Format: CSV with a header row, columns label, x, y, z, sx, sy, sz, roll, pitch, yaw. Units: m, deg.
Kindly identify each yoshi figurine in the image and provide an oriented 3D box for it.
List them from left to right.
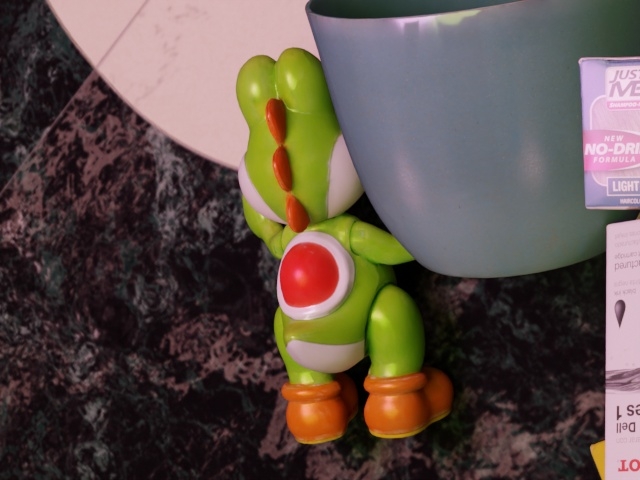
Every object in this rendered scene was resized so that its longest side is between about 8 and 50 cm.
label,x,y,z,sx,sy,sz,roll,pitch,yaw
yoshi figurine,0.018,-0.009,1.743,0.203,0.204,0.362,-157,52,-67

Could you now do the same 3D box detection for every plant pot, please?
label,x,y,z,sx,sy,sz,roll,pitch,yaw
plant pot,0.151,-0.107,1.573,0.293,0.293,0.235,0,110,30

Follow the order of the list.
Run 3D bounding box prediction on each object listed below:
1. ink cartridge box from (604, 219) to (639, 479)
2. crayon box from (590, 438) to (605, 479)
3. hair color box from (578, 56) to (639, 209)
label,x,y,z,sx,sy,sz,roll,pitch,yaw
ink cartridge box,0.305,0.092,1.454,0.160,0.093,0.219,-11,73,49
crayon box,0.430,0.249,1.500,0.363,0.106,0.313,-27,82,43
hair color box,0.327,-0.081,1.343,0.174,0.347,0.105,0,94,30
